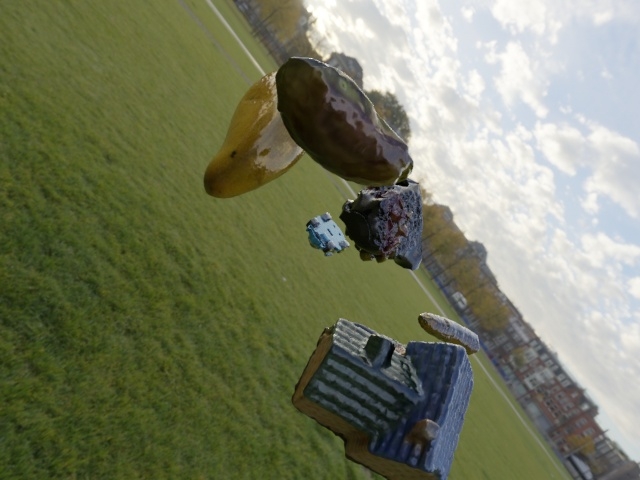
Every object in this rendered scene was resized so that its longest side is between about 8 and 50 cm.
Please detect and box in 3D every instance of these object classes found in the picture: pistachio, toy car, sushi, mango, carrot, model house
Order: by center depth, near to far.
[{"bbox_3d":[0.018,-0.093,0.433,0.173,0.049,0.089,40,-27,-31],"label":"pistachio"},{"bbox_3d":[0.078,0.170,0.529,0.182,0.166,0.172,28,-26,0],"label":"model house"},{"bbox_3d":[-0.078,-0.159,0.696,0.109,0.157,0.262,47,54,-38],"label":"mango"},{"bbox_3d":[0.122,-0.036,0.937,0.150,0.172,0.153,-14,38,-42],"label":"sushi"},{"bbox_3d":[0.315,0.229,1.139,0.314,0.066,0.066,29,24,-45],"label":"carrot"},{"bbox_3d":[0.000,0.000,1.354,0.126,0.098,0.161,55,30,9],"label":"toy car"}]
